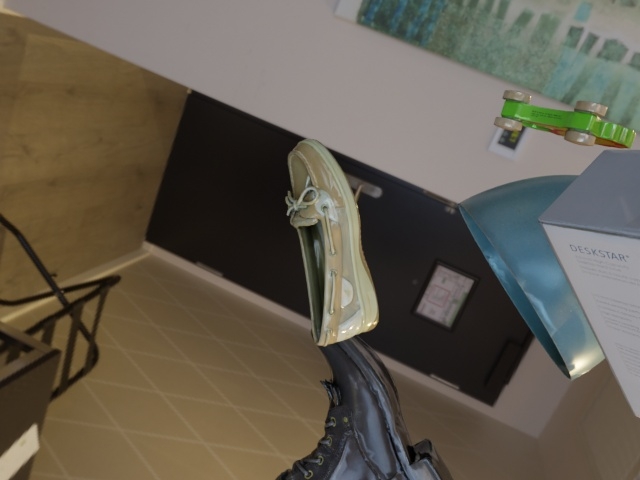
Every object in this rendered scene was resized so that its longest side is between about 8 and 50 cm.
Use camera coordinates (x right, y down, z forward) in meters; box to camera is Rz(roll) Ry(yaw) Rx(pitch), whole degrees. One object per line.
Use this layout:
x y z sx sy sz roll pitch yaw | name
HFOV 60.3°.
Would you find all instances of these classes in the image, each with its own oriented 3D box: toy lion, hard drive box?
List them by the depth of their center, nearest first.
0.285 0.057 0.375 0.089 0.232 0.181 -43 -155 -15 | hard drive box
0.216 -0.100 0.481 0.096 0.100 0.034 1 107 -51 | toy lion

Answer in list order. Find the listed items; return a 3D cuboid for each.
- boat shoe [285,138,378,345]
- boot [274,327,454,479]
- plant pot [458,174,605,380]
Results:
-0.001 0.001 0.412 0.056 0.048 0.152 -2 -77 65 | boat shoe
-0.009 0.230 0.557 0.229 0.262 0.091 -34 160 7 | boot
0.356 0.021 0.778 0.196 0.290 0.290 -31 178 10 | plant pot
